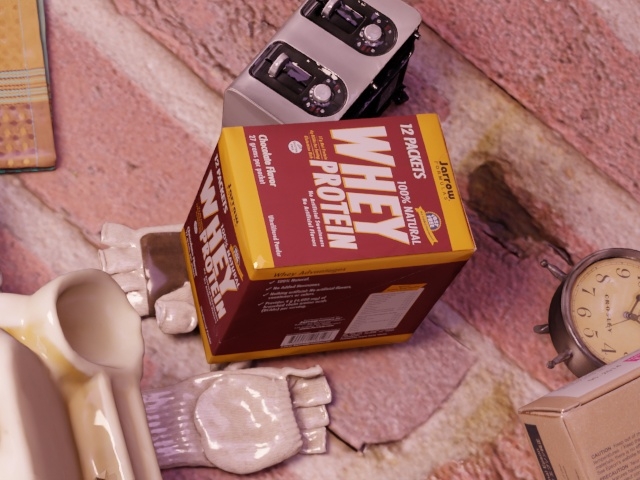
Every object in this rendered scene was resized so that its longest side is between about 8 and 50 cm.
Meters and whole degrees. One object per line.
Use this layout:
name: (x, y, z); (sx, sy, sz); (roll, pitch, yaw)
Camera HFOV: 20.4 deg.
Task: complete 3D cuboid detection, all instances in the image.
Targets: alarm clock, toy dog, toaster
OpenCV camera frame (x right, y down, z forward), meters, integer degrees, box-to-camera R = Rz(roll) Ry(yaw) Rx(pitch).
alarm clock: (0.295, 0.078, 1.639); (0.192, 0.064, 0.129); (4, 64, -8)
toy dog: (-0.337, 0.221, 1.281); (0.408, 0.395, 0.284); (-21, 83, 14)
toaster: (0.002, -0.138, 1.623); (0.110, 0.185, 0.168); (37, 71, 9)

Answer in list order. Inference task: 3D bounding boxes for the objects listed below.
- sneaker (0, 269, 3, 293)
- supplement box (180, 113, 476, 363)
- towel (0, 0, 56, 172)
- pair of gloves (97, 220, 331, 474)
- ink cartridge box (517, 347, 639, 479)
sneaker: (-0.399, 0.073, 1.421); (0.296, 0.131, 0.112); (-6, 25, 3)
supplement box: (0.000, 0.000, 1.499); (0.191, 0.194, 0.129); (-5, 65, -19)
towel: (-0.393, -0.224, 1.648); (0.271, 0.040, 0.370); (-5, 69, -13)
pair of gloves: (-0.094, 0.090, 1.563); (0.204, 0.042, 0.240); (0, 66, -13)
ink cartridge box: (0.313, 0.188, 1.544); (0.235, 0.088, 0.193); (-23, 95, -21)
